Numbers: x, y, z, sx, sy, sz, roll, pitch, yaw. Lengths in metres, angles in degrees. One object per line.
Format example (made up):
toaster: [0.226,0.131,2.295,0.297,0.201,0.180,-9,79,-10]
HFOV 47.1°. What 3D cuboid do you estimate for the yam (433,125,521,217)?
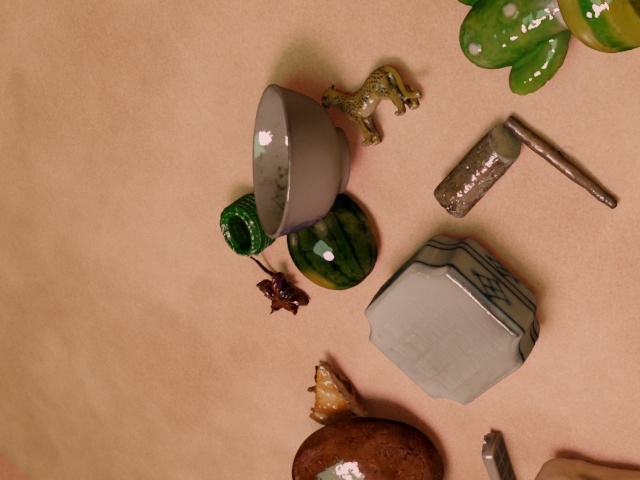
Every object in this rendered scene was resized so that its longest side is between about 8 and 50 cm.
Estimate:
yam: [0.277,-0.118,1.298,0.078,0.078,0.179,43,131,4]

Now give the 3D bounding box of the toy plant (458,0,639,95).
toy plant: [0.340,-0.340,1.084,0.316,0.184,0.224,-4,111,53]

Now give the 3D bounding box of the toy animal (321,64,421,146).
toy animal: [0.095,-0.263,1.334,0.136,0.073,0.181,57,136,6]

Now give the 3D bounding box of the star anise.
star anise: [-0.107,0.099,1.681,0.097,0.070,0.190,-16,127,41]

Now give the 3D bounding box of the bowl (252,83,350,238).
bowl: [-0.030,-0.149,1.402,0.289,0.146,0.289,178,90,-73]

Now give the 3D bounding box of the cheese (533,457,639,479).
cheese: [0.549,0.565,1.467,0.251,0.174,0.247,11,114,27]

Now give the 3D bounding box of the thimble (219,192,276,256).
thimble: [-0.159,-0.032,1.627,0.118,0.090,0.130,-16,106,42]

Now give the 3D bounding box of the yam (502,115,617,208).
yam: [0.406,-0.132,1.237,0.234,0.027,0.029,39,105,6]

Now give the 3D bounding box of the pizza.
pizza: [0.033,0.363,1.755,0.154,0.069,0.193,-2,115,33]

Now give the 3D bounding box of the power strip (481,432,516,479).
power strip: [0.398,0.520,1.602,0.029,0.080,0.226,-9,112,31]

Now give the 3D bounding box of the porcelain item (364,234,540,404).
porcelain item: [0.254,0.151,1.421,0.281,0.157,0.286,41,131,3]

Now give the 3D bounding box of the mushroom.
mushroom: [0.116,0.549,1.700,0.239,0.345,0.345,62,144,40]

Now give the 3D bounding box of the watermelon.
watermelon: [0.005,0.006,1.520,0.204,0.127,0.232,-22,98,44]
